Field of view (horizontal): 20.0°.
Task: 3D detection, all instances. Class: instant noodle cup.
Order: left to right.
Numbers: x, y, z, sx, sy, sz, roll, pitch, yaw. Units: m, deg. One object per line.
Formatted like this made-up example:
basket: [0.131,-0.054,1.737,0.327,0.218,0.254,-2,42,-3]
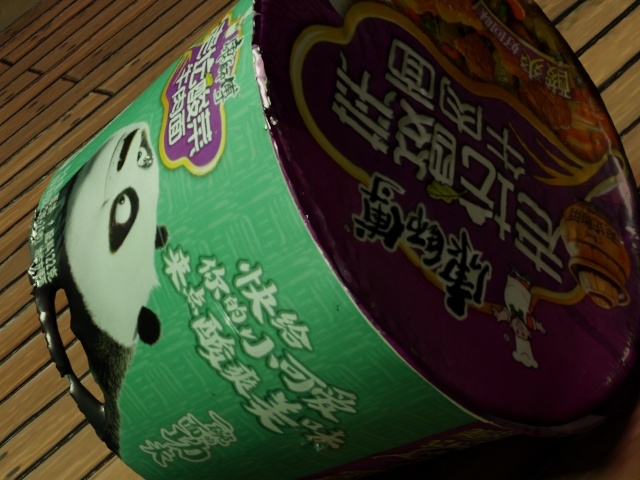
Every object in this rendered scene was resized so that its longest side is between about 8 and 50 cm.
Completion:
instant noodle cup: [0.000,0.000,0.813,0.190,0.251,0.251,-30,21,37]
